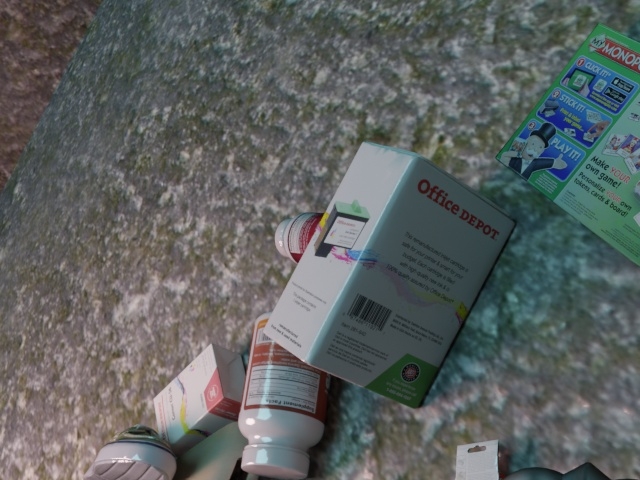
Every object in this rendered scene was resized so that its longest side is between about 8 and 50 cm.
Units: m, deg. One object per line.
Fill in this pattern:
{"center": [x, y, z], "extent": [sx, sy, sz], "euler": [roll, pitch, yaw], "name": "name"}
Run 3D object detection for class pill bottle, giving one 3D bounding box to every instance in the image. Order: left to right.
{"center": [-0.049, 0.217, 1.252], "extent": [0.121, 0.121, 0.216], "euler": [-18, 54, 44], "name": "pill bottle"}
{"center": [0.000, 0.000, 1.364], "extent": [0.152, 0.086, 0.086], "euler": [5, 71, 52], "name": "pill bottle"}

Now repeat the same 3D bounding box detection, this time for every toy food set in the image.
{"center": [-0.204, 0.415, 1.314], "extent": [0.306, 0.092, 0.219], "euler": [-38, 15, 28], "name": "toy food set"}

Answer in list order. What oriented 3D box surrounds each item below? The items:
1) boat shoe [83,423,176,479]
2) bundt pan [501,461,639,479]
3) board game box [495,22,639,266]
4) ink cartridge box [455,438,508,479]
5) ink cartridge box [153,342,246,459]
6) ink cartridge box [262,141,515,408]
{"center": [-0.293, 0.330, 1.382], "extent": [0.302, 0.109, 0.094], "euler": [-32, 31, 56], "name": "boat shoe"}
{"center": [0.210, 0.333, 0.741], "extent": [0.331, 0.124, 0.330], "euler": [-10, 56, 15], "name": "bundt pan"}
{"center": [0.362, -0.106, 1.027], "extent": [0.213, 0.046, 0.317], "euler": [-53, 37, 11], "name": "board game box"}
{"center": [0.183, 0.286, 1.004], "extent": [0.063, 0.029, 0.115], "euler": [-22, 51, 42], "name": "ink cartridge box"}
{"center": [-0.204, 0.275, 1.448], "extent": [0.198, 0.067, 0.115], "euler": [-45, 40, 22], "name": "ink cartridge box"}
{"center": [0.089, 0.044, 1.128], "extent": [0.117, 0.201, 0.278], "euler": [27, 89, 54], "name": "ink cartridge box"}
